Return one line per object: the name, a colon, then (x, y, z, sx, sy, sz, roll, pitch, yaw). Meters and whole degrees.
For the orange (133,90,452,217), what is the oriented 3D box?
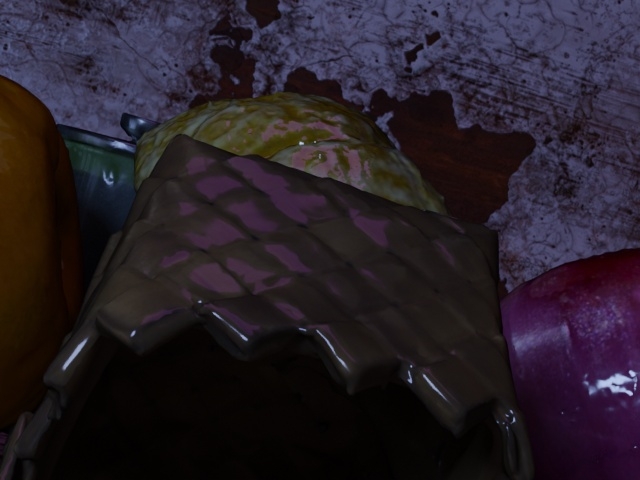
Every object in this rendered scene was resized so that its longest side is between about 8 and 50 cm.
orange: (0.000, 0.000, 1.026, 0.271, 0.210, 0.369, 43, 6, -46)

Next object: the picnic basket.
picnic basket: (-0.038, 0.141, 0.607, 0.254, 0.291, 0.321, 18, 43, -11)

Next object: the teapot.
teapot: (-0.204, 0.042, 1.221, 0.270, 0.337, 0.200, 17, 3, 42)

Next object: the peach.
peach: (-0.345, 0.019, 0.923, 0.301, 0.343, 0.343, -4, 2, -3)

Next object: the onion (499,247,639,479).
onion: (0.249, 0.178, 0.894, 0.358, 0.358, 0.345, 15, 24, 19)
